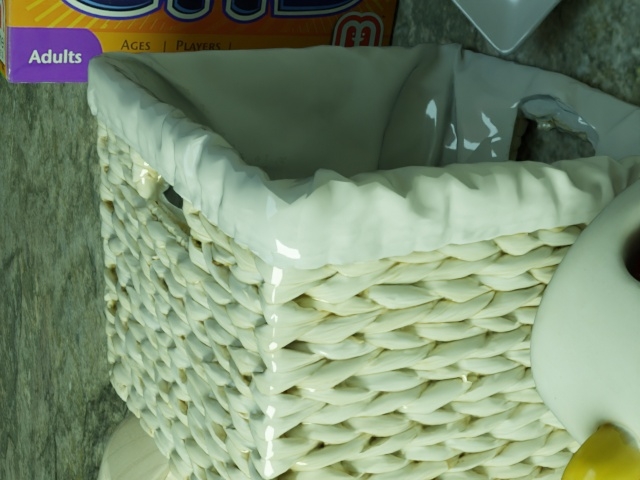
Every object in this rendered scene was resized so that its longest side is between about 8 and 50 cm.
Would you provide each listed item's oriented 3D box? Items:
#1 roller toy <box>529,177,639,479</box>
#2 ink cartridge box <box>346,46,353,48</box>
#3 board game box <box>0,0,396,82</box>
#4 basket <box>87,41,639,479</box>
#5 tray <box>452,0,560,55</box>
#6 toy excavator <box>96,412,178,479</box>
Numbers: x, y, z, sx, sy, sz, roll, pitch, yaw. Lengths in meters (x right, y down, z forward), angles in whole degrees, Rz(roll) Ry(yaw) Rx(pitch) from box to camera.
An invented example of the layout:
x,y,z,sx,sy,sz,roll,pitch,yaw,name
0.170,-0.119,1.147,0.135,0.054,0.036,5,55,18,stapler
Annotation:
x,y,z,sx,sy,sz,roll,pitch,yaw,name
0.216,0.058,0.501,0.146,0.209,0.191,52,131,44,roller toy
0.040,-0.071,0.893,0.062,0.109,0.209,33,122,55,ink cartridge box
-0.150,-0.368,0.943,0.356,0.356,0.356,41,129,51,board game box
0.035,0.022,0.691,0.328,0.331,0.266,37,127,54,basket
0.102,-0.281,0.742,0.270,0.030,0.145,52,126,14,tray
-0.015,0.380,0.844,0.222,0.433,0.445,113,170,-45,toy excavator
